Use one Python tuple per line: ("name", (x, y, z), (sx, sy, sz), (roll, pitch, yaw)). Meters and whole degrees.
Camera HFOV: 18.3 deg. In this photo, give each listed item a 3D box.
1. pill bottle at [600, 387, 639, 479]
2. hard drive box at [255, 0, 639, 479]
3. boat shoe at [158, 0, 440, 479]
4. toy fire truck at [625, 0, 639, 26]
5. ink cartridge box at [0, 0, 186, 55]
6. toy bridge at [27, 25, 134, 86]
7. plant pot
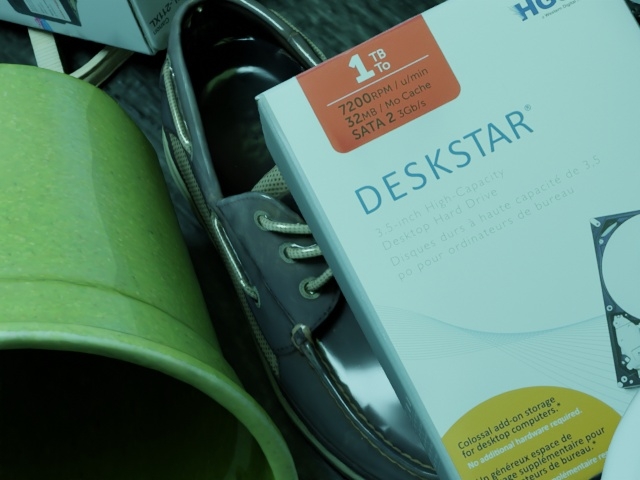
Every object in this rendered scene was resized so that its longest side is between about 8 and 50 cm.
("pill bottle", (0.223, 0.178, 0.754), (0.204, 0.361, 0.204), (-7, 57, 11))
("hard drive box", (0.100, 0.002, 0.950), (0.181, 0.089, 0.232), (-27, 77, -3))
("boat shoe", (0.000, 0.000, 1.068), (0.132, 0.130, 0.355), (-34, 56, -7))
("toy fire truck", (0.263, -0.110, 1.076), (0.246, 0.158, 0.217), (16, 68, 2))
("ink cartridge box", (-0.143, -0.195, 1.239), (0.175, 0.072, 0.127), (15, 53, 33))
("toy bridge", (-0.169, -0.115, 1.251), (0.188, 0.026, 0.063), (-21, 56, 2))
("plant pot", (-0.162, 0.055, 1.023), (0.276, 0.276, 0.254), (-16, 44, 5))
